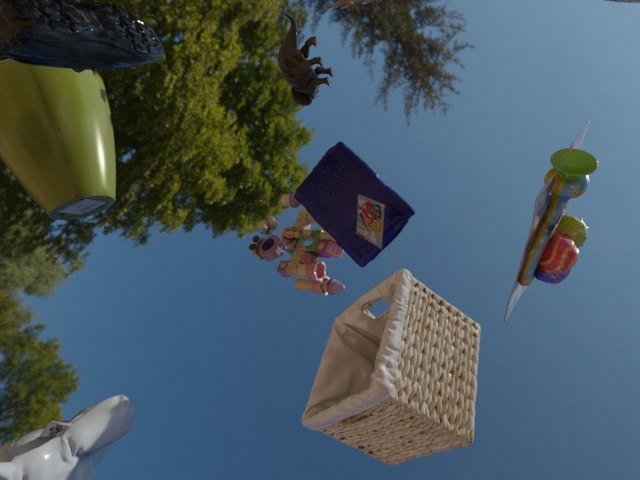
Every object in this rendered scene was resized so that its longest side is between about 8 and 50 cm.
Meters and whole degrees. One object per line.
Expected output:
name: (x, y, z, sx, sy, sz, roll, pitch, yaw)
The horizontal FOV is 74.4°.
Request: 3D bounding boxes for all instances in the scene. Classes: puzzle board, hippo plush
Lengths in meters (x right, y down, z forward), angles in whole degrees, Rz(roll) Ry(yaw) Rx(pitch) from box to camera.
puzzle board: (0.108, -0.045, 0.946, 0.128, 0.011, 0.096, -139, -132, -65)
hippo plush: (-0.378, 0.395, 0.646, 0.294, 0.235, 0.236, -35, -104, 47)

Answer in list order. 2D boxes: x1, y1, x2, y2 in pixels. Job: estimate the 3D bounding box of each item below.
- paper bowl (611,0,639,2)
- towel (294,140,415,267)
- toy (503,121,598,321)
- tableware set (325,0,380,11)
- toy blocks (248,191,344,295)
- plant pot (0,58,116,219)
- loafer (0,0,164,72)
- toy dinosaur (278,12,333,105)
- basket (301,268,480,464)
paper bowl: (0.392, -0.434, 0.475, 0.285, 0.148, 0.283, -4, -109, 10)
towel: (0.094, -0.104, 1.209, 0.308, 0.076, 0.227, 46, -69, 11)
toy: (0.282, -0.002, 0.502, 0.056, 0.237, 0.137, 25, -120, 34)
tableware set: (0.095, -0.512, 0.891, 0.169, 0.020, 0.141, -22, -156, -11)
toy blocks: (0.000, 0.000, 1.355, 0.260, 0.309, 0.288, 0, -122, 35)
plant pot: (-0.585, -0.206, 0.956, 0.275, 0.275, 0.293, -26, -95, 26)
loafer: (-0.292, -0.250, 0.525, 0.078, 0.223, 0.076, -24, -84, 28)
toy dinosaur: (-0.060, -0.526, 1.297, 0.161, 0.313, 0.120, -12, -123, 22)
basket: (0.172, 0.312, 1.002, 0.328, 0.267, 0.331, -48, -168, 46)
